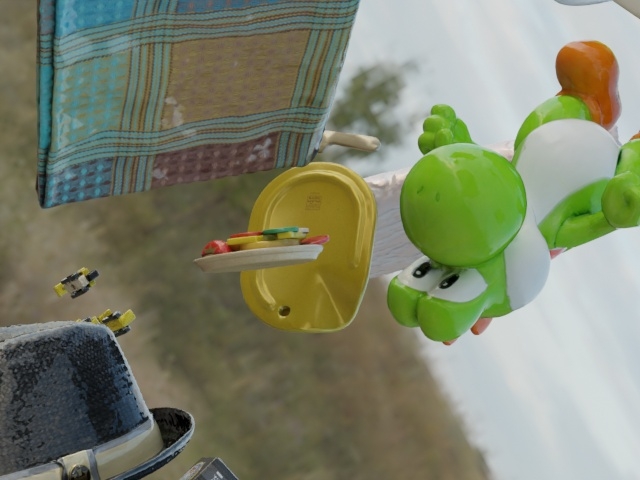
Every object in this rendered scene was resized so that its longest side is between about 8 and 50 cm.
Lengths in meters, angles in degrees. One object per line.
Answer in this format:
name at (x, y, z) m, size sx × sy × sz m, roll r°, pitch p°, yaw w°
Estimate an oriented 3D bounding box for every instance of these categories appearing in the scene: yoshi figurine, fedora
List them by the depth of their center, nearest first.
yoshi figurine at (0.193, -0.059, 1.789) m, size 0.203 × 0.362 × 0.203 m, roll 55°, pitch -33°, yaw -10°
fedora at (-0.291, 0.162, 1.846) m, size 0.334 × 0.334 × 0.152 m, roll -116°, pitch -168°, yaw -84°

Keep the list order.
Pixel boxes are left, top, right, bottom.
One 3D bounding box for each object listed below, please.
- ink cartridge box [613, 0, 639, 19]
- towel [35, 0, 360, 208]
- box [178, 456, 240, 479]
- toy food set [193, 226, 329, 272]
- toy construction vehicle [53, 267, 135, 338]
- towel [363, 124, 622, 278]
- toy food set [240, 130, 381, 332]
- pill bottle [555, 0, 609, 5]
ink cartridge box at (0.405, -0.273, 1.859) m, size 0.119 × 0.207 × 0.353 m, roll 4°, pitch 28°, yaw -38°
towel at (-0.098, -0.153, 1.610) m, size 0.370 × 0.271 × 0.040 m, roll 105°, pitch -29°, yaw -56°
box at (-0.104, 0.397, 2.089) m, size 0.270 × 0.216 × 0.060 m, roll 48°, pitch -18°, yaw -8°
toy food set at (-0.037, 0.006, 1.219) m, size 0.083 × 0.082 × 0.020 m, roll 11°, pitch 72°, yaw -76°
toy construction vehicle at (-0.245, 0.070, 2.152) m, size 0.086 × 0.035 × 0.098 m, roll 54°, pitch -36°, yaw -7°
towel at (0.167, -0.042, 2.277) m, size 0.317 × 0.332 × 0.053 m, roll 83°, pitch -7°, yaw -76°
toy food set at (0.000, 0.000, 1.908) m, size 0.071 × 0.128 × 0.218 m, roll 58°, pitch 38°, yaw -59°
pill bottle at (0.166, -0.343, 1.389) m, size 0.188 × 0.188 × 0.334 m, roll 60°, pitch 10°, yaw -75°
